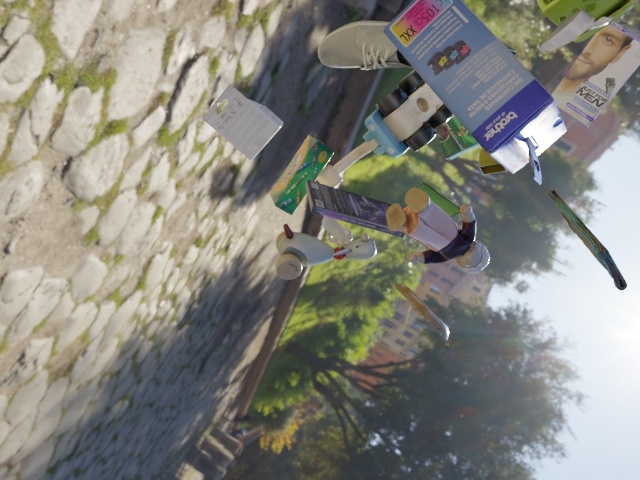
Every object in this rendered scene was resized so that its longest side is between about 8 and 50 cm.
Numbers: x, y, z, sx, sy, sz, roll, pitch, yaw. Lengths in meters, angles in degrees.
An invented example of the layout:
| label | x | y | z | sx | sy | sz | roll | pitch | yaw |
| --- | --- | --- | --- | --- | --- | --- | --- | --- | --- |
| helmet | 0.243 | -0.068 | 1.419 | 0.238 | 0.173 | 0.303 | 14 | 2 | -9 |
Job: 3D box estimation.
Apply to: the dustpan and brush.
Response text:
| label | x | y | z | sx | sy | sz | roll | pitch | yaw |
| --- | --- | --- | --- | --- | --- | --- | --- | --- | --- |
| dustpan and brush | 0.721 | -0.592 | 1.572 | 0.147 | 0.060 | 0.211 | -46 | -173 | -8 |

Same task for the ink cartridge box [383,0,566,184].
| label | x | y | z | sx | sy | sz | roll | pitch | yaw |
| --- | --- | --- | --- | --- | --- | --- | --- | --- | --- |
| ink cartridge box | 0.332 | -0.292 | 1.122 | 0.151 | 0.395 | 0.270 | -43 | 160 | 20 |

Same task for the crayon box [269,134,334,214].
| label | x | y | z | sx | sy | sz | roll | pitch | yaw |
| --- | --- | --- | --- | --- | --- | --- | --- | --- | --- |
| crayon box | -0.073 | -0.244 | 2.090 | 0.278 | 0.081 | 0.165 | -56 | -161 | 9 |

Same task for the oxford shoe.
| label | x | y | z | sx | sy | sz | roll | pitch | yaw |
| --- | --- | --- | --- | --- | --- | --- | --- | --- | --- |
| oxford shoe | 0.197 | -0.643 | 1.911 | 0.169 | 0.450 | 0.130 | 65 | 34 | -52 |

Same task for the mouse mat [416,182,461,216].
| label | x | y | z | sx | sy | sz | roll | pitch | yaw |
| --- | --- | --- | --- | --- | --- | --- | --- | --- | --- |
| mouse mat | 0.371 | -0.127 | 1.811 | 0.007 | 0.153 | 0.189 | -54 | 179 | -3 |

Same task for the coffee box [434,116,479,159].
| label | x | y | z | sx | sy | sz | roll | pitch | yaw |
| --- | --- | --- | --- | --- | --- | --- | --- | --- | --- |
| coffee box | 0.446 | -0.333 | 1.706 | 0.184 | 0.113 | 0.040 | -25 | 163 | 33 |

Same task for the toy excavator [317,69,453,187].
| label | x | y | z | sx | sy | sz | roll | pitch | yaw |
| --- | --- | --- | --- | --- | --- | --- | --- | --- | --- |
| toy excavator | 0.221 | -0.383 | 2.132 | 0.433 | 0.222 | 0.445 | -46 | -171 | -30 |

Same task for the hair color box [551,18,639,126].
| label | x | y | z | sx | sy | sz | roll | pitch | yaw |
| --- | --- | --- | --- | --- | --- | --- | --- | --- | --- |
| hair color box | 0.997 | -0.601 | 2.026 | 0.110 | 0.185 | 0.338 | -39 | 162 | -41 |

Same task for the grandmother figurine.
| label | x | y | z | sx | sy | sz | roll | pitch | yaw |
| --- | --- | --- | --- | --- | --- | --- | --- | --- | --- |
| grandmother figurine | 0.305 | -0.003 | 1.411 | 0.208 | 0.342 | 0.104 | -35 | -135 | 31 |

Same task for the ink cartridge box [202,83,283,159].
| label | x | y | z | sx | sy | sz | roll | pitch | yaw |
| --- | --- | --- | --- | --- | --- | --- | --- | --- | --- |
| ink cartridge box | -0.281 | -0.434 | 2.065 | 0.189 | 0.232 | 0.066 | -42 | -168 | 30 |

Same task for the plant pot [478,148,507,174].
| label | x | y | z | sx | sy | sz | roll | pitch | yaw |
| --- | --- | --- | --- | --- | --- | --- | --- | --- | --- |
| plant pot | 0.590 | -0.284 | 1.951 | 0.081 | 0.082 | 0.083 | 29 | 57 | -59 |

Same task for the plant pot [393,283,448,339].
| label | x | y | z | sx | sy | sz | roll | pitch | yaw |
| --- | --- | --- | --- | --- | --- | --- | --- | --- | --- |
| plant pot | 0.319 | 0.213 | 1.764 | 0.032 | 0.236 | 0.236 | -45 | 178 | 3 |

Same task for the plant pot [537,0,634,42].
| label | x | y | z | sx | sy | sz | roll | pitch | yaw |
| --- | --- | --- | --- | --- | --- | --- | --- | --- | --- |
| plant pot | 0.834 | -0.783 | 1.787 | 0.228 | 0.207 | 0.227 | -34 | -144 | 38 |

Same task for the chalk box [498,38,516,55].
| label | x | y | z | sx | sy | sz | roll | pitch | yaw |
| --- | --- | --- | --- | --- | --- | --- | --- | --- | --- |
| chalk box | 0.435 | -0.561 | 1.736 | 0.289 | 0.179 | 0.180 | -12 | 140 | -52 |

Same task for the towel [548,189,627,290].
| label | x | y | z | sx | sy | sz | roll | pitch | yaw |
| --- | --- | --- | --- | --- | --- | --- | --- | --- | --- |
| towel | 0.985 | -0.004 | 2.098 | 0.040 | 0.271 | 0.370 | -36 | -142 | 16 |

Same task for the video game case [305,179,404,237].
| label | x | y | z | sx | sy | sz | roll | pitch | yaw |
| --- | --- | --- | --- | --- | --- | --- | --- | --- | --- |
| video game case | 0.096 | -0.094 | 1.632 | 0.196 | 0.274 | 0.026 | -103 | -148 | -62 |

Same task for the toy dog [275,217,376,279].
| label | x | y | z | sx | sy | sz | roll | pitch | yaw |
| --- | --- | --- | --- | --- | --- | --- | --- | --- | --- |
| toy dog | 0.000 | 0.000 | 1.781 | 0.334 | 0.220 | 0.161 | -20 | 133 | -21 |
